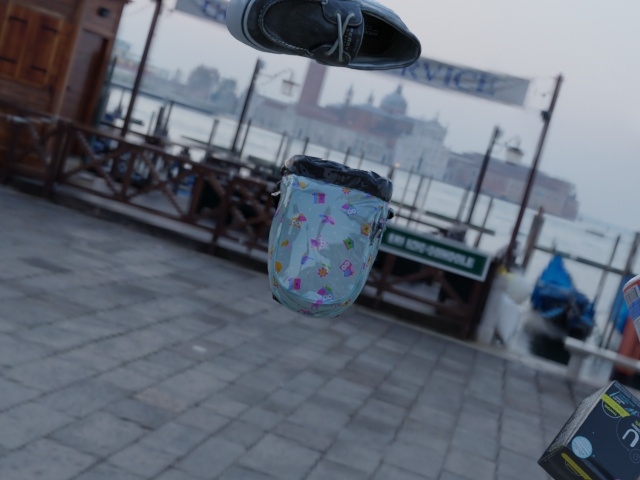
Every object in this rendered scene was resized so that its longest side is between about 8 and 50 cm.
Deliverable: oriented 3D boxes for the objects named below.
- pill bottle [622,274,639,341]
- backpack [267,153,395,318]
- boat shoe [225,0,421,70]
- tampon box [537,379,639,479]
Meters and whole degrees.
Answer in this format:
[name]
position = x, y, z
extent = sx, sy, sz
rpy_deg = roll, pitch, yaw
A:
[pill bottle]
position = 0.644, 0.170, 1.779
extent = 0.124, 0.221, 0.124
rpy_deg = -10, -25, -5
[backpack]
position = 0.000, 0.000, 1.130
extent = 0.152, 0.182, 0.115
rpy_deg = 14, -10, 5
[boat shoe]
position = 0.022, -0.313, 1.409
extent = 0.335, 0.121, 0.119
rpy_deg = -7, 32, -42
[tampon box]
position = 0.453, 0.330, 1.562
extent = 0.120, 0.161, 0.101
rpy_deg = 43, -31, 7
